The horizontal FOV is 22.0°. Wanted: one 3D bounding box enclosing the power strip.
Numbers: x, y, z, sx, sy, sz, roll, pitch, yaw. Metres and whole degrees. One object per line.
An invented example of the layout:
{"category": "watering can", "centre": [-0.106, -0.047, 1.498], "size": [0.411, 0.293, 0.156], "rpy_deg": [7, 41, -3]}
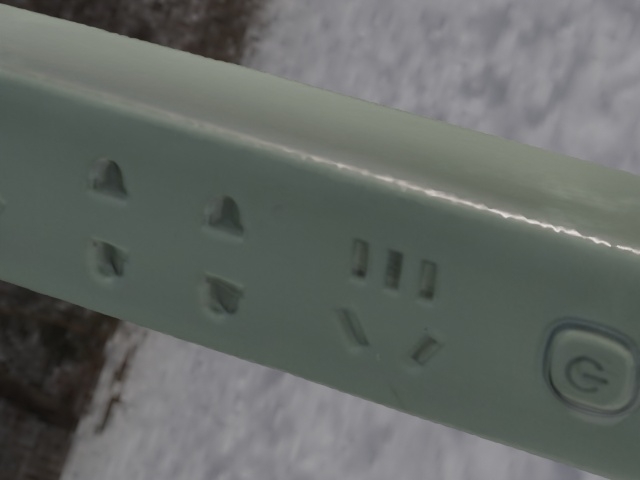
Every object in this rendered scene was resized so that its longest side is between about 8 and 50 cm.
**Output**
{"category": "power strip", "centre": [0.000, 0.000, 0.573], "size": [0.062, 0.385, 0.091], "rpy_deg": [-44, -35, -56]}
